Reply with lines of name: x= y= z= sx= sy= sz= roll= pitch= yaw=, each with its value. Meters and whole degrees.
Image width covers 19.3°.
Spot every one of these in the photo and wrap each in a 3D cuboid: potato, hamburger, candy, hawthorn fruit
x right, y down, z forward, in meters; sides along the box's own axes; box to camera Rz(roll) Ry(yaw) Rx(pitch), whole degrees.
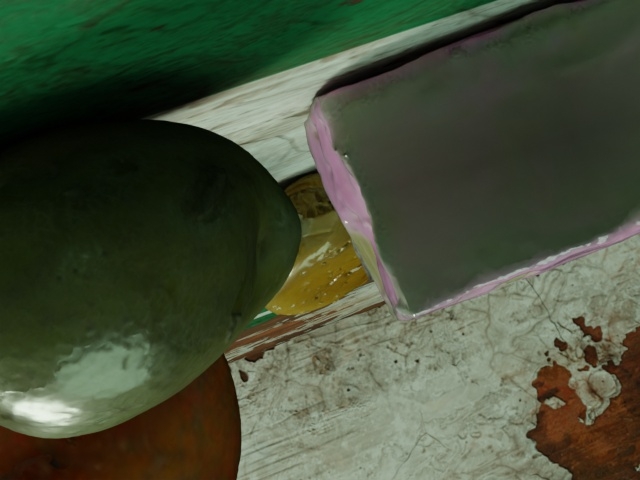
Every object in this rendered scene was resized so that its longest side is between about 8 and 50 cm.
potato: x=-0.112 y=0.016 z=0.978 sx=0.178 sy=0.160 sz=0.235 roll=12 pitch=-151 yaw=43
hamburger: x=0.000 y=0.000 z=1.532 sx=0.147 sy=0.083 sz=0.138 roll=-11 pitch=155 yaw=-47
candy: x=0.136 y=-0.061 z=1.189 sx=0.265 sy=0.155 sz=0.116 roll=-21 pitch=179 yaw=-5
hawthorn fruit: x=-0.179 y=0.181 z=1.437 sx=0.276 sy=0.307 sz=0.276 roll=-15 pitch=-145 yaw=11
